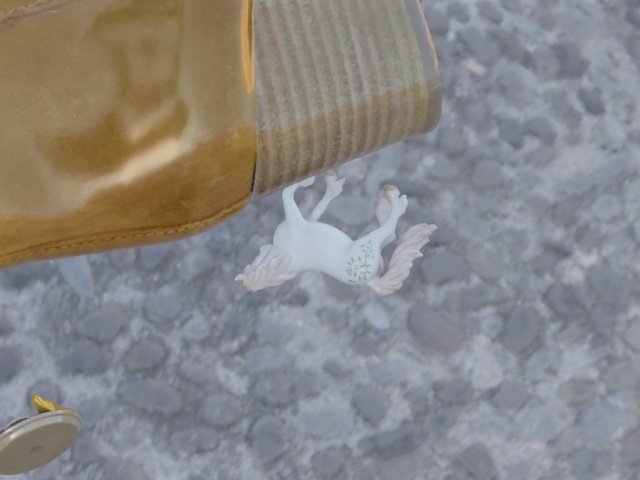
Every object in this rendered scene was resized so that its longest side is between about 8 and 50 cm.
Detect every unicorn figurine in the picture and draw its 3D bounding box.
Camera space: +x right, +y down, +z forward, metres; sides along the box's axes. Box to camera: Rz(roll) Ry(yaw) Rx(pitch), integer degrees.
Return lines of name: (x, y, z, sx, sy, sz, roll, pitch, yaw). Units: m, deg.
unicorn figurine: (0.000, 0.000, 1.042, 0.162, 0.060, 0.111, 17, 83, 36)

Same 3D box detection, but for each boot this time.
boot: (-0.097, -0.135, 0.490, 0.211, 0.104, 0.295, -14, 71, -16)

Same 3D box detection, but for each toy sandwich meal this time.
toy sandwich meal: (-0.212, 0.141, 0.986, 0.086, 0.085, 0.029, -17, 60, -29)
